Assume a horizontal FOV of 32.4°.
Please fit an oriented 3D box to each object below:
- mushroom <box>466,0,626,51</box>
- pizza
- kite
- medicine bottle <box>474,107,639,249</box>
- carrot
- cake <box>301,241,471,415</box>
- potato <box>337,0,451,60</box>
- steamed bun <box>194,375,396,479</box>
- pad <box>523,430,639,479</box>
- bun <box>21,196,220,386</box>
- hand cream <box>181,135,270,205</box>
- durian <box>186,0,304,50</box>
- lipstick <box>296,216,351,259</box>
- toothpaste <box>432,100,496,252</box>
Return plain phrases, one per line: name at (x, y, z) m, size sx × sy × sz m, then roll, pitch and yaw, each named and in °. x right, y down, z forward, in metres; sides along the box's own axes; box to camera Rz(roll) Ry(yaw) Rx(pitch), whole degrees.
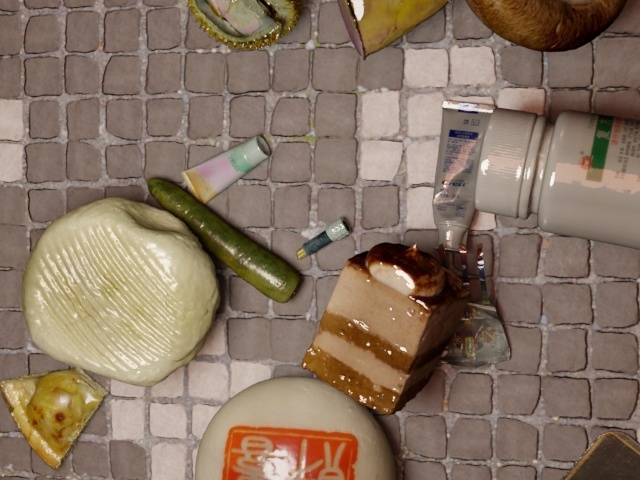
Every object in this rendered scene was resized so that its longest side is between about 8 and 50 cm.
mushroom at (0.364, -0.464, 1.766) m, size 0.345 × 0.239 × 0.345 m, roll -4°, pitch 111°, yaw -11°
pizza at (-0.537, 0.317, 2.149) m, size 0.204 × 0.080 × 0.188 m, roll 42°, pitch 102°, yaw 9°
kite at (0.257, 0.116, 1.940) m, size 0.141 × 0.015 × 0.245 m, roll -4°, pitch 112°, yaw 10°
medicine bottle at (0.436, -0.106, 1.811) m, size 0.340 × 0.208 × 0.208 m, roll 12°, pitch 97°, yaw 13°
carrot at (-0.187, -0.008, 2.044) m, size 0.358 × 0.074 × 0.074 m, roll 37°, pitch 101°, yaw 10°
cake at (0.121, 0.121, 1.878) m, size 0.196 × 0.199 × 0.293 m, roll 29°, pitch 114°, yaw 22°
potato at (0.147, -0.462, 1.864) m, size 0.266 × 0.229 × 0.229 m, roll -23°, pitch 88°, yaw 3°
steamed bun at (-0.053, 0.430, 1.958) m, size 0.374 × 0.241 × 0.374 m, roll 0°, pitch 91°, yaw 13°
pad at (0.460, 0.518, 1.926) m, size 0.315 × 0.063 × 0.375 m, roll 38°, pitch 101°, yaw 9°
bun at (-0.355, 0.096, 2.011) m, size 0.352 × 0.227 × 0.349 m, roll -38°, pitch 84°, yaw 11°
hand cream at (-0.174, -0.133, 2.049) m, size 0.174 × 0.047 × 0.076 m, roll -28°, pitch 92°, yaw 22°
durian at (-0.134, -0.449, 1.965) m, size 0.193 × 0.138 × 0.237 m, roll -22°, pitch 90°, yaw 19°
lipstick at (0.000, 0.000, 2.018) m, size 0.116 × 0.037 × 0.037 m, roll -31°, pitch 86°, yaw 18°
toothpaste at (0.245, -0.111, 1.944) m, size 0.096 × 0.061 × 0.266 m, roll 8°, pitch 89°, yaw 15°
